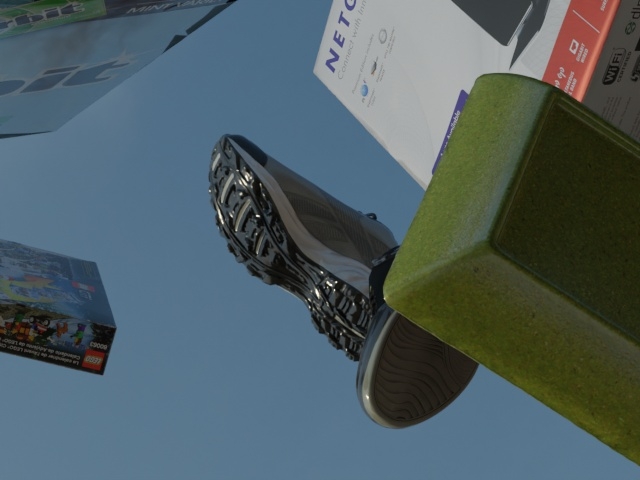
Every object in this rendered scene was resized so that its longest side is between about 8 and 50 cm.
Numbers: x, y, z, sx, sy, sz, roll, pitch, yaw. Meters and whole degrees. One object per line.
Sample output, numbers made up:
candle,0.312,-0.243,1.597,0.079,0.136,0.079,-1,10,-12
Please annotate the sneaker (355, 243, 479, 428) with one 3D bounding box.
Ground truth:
sneaker,0.071,0.072,1.326,0.083,0.118,0.222,42,-128,-14

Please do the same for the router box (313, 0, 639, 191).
router box,0.136,-0.190,1.152,0.082,0.301,0.335,-3,-56,-31

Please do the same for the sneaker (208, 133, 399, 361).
sneaker,0.000,0.000,1.539,0.108,0.271,0.100,-35,-18,-38

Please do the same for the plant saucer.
plant saucer,0.146,0.005,0.867,0.188,0.188,0.045,32,-42,-6

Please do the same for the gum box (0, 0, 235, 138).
gum box,-0.125,-0.065,0.514,0.157,0.041,0.184,-10,-6,-32

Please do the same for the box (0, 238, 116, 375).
box,-0.264,0.045,1.415,0.159,0.233,0.044,15,-81,-14
